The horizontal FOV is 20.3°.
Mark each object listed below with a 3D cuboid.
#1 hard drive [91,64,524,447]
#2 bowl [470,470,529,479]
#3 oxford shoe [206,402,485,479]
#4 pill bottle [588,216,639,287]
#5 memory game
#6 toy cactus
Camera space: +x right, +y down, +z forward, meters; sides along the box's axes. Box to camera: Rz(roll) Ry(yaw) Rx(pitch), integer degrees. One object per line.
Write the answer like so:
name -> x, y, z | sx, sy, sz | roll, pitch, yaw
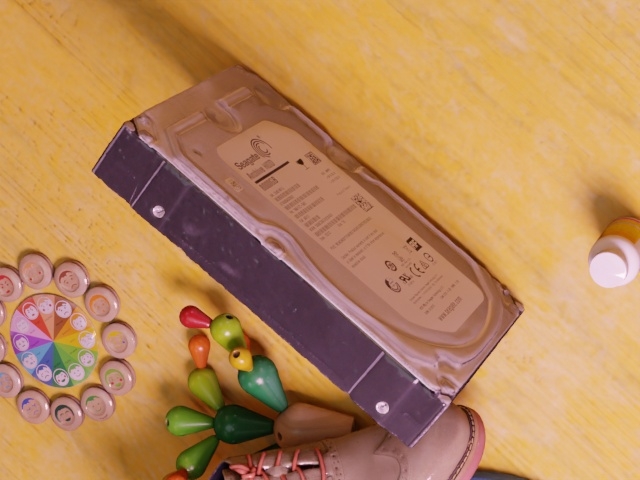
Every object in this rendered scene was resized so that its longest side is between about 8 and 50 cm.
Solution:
hard drive -> 0.000, 0.000, 1.484 | 0.339, 0.237, 0.064 | 40, 117, 6
bowl -> 0.146, 0.404, 1.649 | 0.391, 0.077, 0.391 | 7, 109, 20
oxford shoe -> -0.018, 0.233, 1.575 | 0.348, 0.123, 0.130 | -34, 124, 11
pill bottle -> 0.246, 0.012, 1.473 | 0.043, 0.083, 0.043 | 7, 109, 20
memory game -> -0.262, 0.100, 1.750 | 0.186, 0.012, 0.186 | 7, 110, 20
toy cactus -> -0.060, 0.170, 1.651 | 0.180, 0.112, 0.219 | 4, 100, 11
